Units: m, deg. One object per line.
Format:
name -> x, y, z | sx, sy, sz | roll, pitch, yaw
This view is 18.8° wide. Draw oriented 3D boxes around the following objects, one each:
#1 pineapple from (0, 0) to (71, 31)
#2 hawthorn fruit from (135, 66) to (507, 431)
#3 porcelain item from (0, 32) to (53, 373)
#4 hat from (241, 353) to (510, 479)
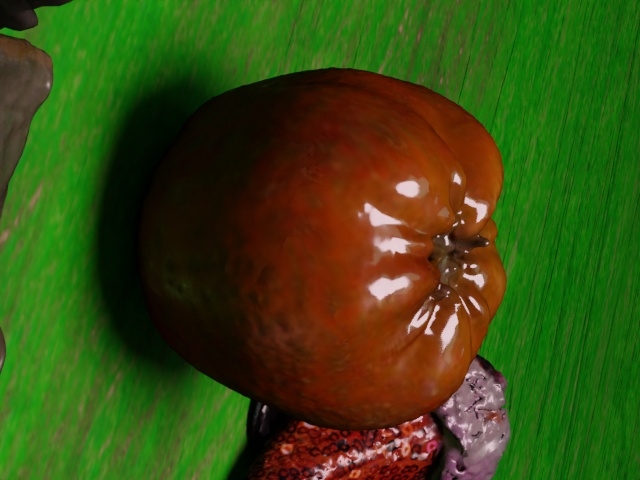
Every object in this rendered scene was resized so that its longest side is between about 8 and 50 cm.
pineapple -> -0.081, -0.170, 0.686 | 0.357, 0.223, 0.223 | -30, 124, -44
hawthorn fruit -> 0.000, 0.000, 0.922 | 0.189, 0.189, 0.189 | 5, 90, -66
porcelain item -> -0.149, 0.030, 0.716 | 0.081, 0.069, 0.216 | 13, 82, -70
hat -> 0.004, 0.127, 1.078 | 0.227, 0.129, 0.140 | -28, 145, -42
